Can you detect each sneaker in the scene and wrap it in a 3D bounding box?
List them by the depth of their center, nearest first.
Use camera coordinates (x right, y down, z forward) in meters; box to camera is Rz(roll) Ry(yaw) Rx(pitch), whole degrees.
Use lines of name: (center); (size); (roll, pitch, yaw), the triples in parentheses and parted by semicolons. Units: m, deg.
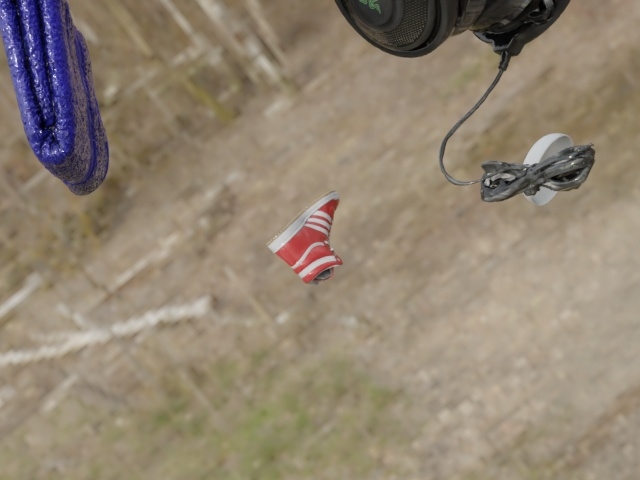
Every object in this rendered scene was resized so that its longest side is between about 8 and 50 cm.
sneaker: (0.000, 0.000, 1.760); (0.042, 0.067, 0.118); (-41, 1, 39)

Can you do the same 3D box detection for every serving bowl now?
serving bowl: (0.240, -0.080, 1.995); (0.027, 0.083, 0.083); (27, 55, 29)

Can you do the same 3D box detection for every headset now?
headset: (0.140, -0.230, 1.586); (0.243, 0.394, 0.185); (-9, 1, -39)

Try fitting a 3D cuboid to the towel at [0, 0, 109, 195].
towel: (-0.298, -0.179, 2.130); (0.076, 0.228, 0.308); (-15, -4, -1)
